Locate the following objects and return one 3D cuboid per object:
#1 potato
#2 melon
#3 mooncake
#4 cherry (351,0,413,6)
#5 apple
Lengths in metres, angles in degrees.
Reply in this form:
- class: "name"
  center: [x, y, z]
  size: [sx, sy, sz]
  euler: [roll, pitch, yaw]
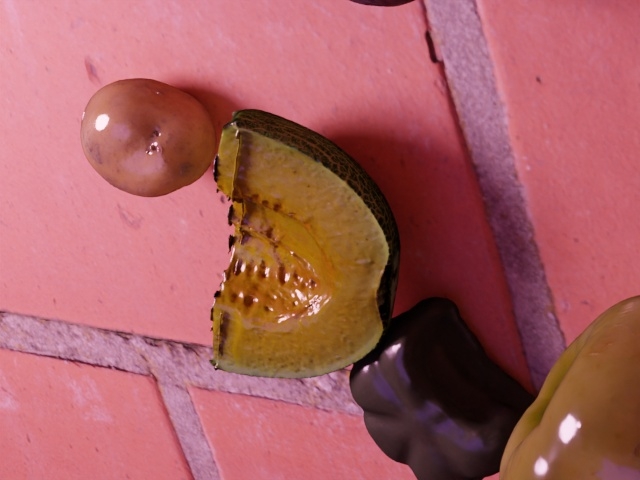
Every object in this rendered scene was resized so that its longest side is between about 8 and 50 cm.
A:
- class: "potato"
  center: [-0.166, -0.103, 1.537]
  size: [0.147, 0.112, 0.112]
  euler: [12, 127, 27]
- class: "melon"
  center: [0.000, 0.000, 1.455]
  size: [0.169, 0.129, 0.265]
  euler: [15, 123, 14]
- class: "mooncake"
  center: [0.114, 0.141, 1.466]
  size: [0.175, 0.104, 0.168]
  euler: [24, 128, 24]
- class: "cherry"
  center: [0.039, -0.259, 1.198]
  size: [0.176, 0.140, 0.176]
  euler: [18, 116, 40]
- class: "apple"
  center: [0.274, 0.177, 1.251]
  size: [0.279, 0.279, 0.279]
  euler: [24, 133, 28]
